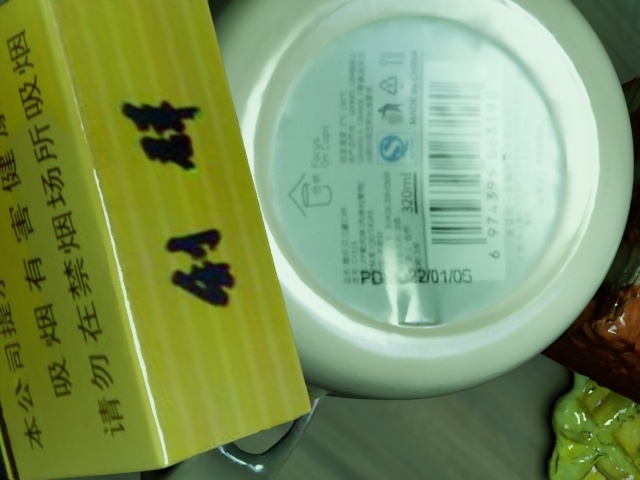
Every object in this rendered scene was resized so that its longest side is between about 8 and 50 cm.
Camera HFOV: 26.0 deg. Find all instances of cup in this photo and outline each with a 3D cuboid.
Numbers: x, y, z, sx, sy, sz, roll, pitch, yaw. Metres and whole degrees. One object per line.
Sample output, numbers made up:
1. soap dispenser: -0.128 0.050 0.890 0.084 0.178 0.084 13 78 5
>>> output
1. cup: 0.000 0.000 0.572 0.191 0.200 0.253 30 83 -12

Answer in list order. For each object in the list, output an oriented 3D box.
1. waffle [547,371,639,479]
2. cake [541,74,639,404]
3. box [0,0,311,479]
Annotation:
1. waffle: 0.248 0.126 0.832 0.291 0.051 0.291 -5 103 -23
2. cake: 0.144 -0.015 0.655 0.262 0.159 0.158 31 83 -56
3. box: -0.117 0.010 0.509 0.070 0.237 0.152 -14 90 -44
